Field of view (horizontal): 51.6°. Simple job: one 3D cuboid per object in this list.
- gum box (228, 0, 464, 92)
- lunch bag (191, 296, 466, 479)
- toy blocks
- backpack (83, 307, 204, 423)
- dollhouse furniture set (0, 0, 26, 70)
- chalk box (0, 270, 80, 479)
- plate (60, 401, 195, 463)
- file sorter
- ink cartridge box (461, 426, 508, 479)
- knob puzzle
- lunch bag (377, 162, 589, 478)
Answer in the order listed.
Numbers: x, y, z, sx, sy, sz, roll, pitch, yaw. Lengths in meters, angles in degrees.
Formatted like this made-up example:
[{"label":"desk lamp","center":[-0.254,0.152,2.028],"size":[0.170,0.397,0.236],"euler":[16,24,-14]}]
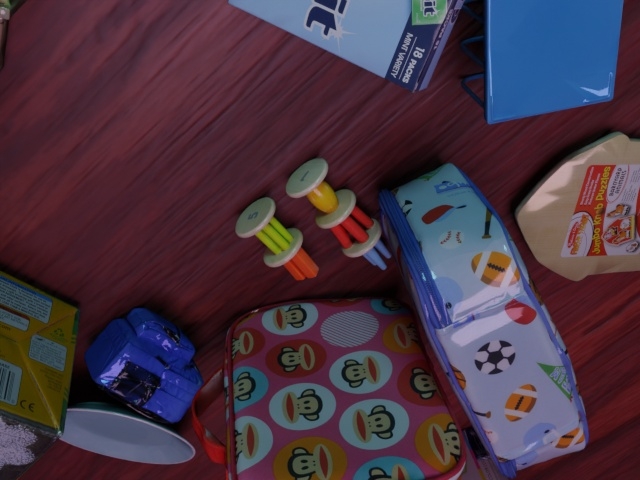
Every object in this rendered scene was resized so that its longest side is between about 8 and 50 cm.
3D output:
[{"label":"gum box","center":[0.030,-0.230,0.530],"size":[0.184,0.041,0.157],"euler":[30,118,15]},{"label":"lunch bag","center":[-0.004,0.179,0.688],"size":[0.258,0.293,0.120],"euler":[-5,121,-3]},{"label":"toy blocks","center":[0.000,0.000,0.718],"size":[0.123,0.054,0.148],"euler":[-37,122,11]},{"label":"backpack","center":[-0.187,0.144,0.746],"size":[0.101,0.098,0.120],"euler":[-48,118,-4]},{"label":"dollhouse furniture set","center":[-0.211,-0.196,0.525],"size":[0.161,0.101,0.182],"euler":[12,119,-18]},{"label":"chalk box","center":[-0.407,0.176,0.670],"size":[0.289,0.179,0.180],"euler":[-42,125,19]},{"label":"plate","center":[-0.241,0.229,0.798],"size":[0.188,0.024,0.188],"euler":[6,146,4]},{"label":"file sorter","center":[0.188,-0.211,0.592],"size":[0.118,0.104,0.170],"euler":[-11,123,-3]},{"label":"ink cartridge box","center":[0.155,0.352,0.936],"size":[0.209,0.109,0.062],"euler":[-21,123,3]},{"label":"knob puzzle","center":[0.314,-0.039,0.769],"size":[0.213,0.030,0.213],"euler":[-5,123,-8]},{"label":"lunch bag","center":[0.161,0.082,0.695],"size":[0.115,0.243,0.303],"euler":[-24,117,4]}]
